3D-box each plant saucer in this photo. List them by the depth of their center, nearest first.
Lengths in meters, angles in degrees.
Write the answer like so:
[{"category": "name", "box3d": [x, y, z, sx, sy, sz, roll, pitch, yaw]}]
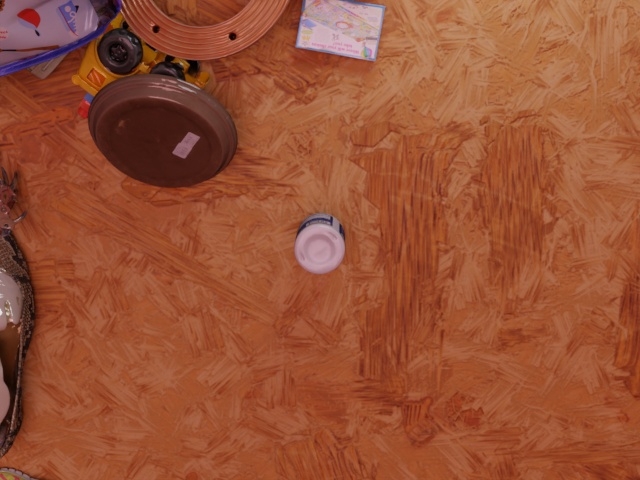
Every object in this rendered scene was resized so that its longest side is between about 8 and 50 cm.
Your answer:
[{"category": "plant saucer", "box3d": [-0.292, -0.189, 1.679, 0.278, 0.041, 0.278, 3, 141, 3]}]

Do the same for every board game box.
[{"category": "board game box", "box3d": [0.037, -0.401, 1.717, 0.154, 0.026, 0.103, 10, 102, -2]}]

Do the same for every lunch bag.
[{"category": "lunch bag", "box3d": [-0.530, -0.465, 1.542, 0.385, 0.328, 0.239, -14, 147, 2]}]

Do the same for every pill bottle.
[{"category": "pill bottle", "box3d": [0.000, 0.000, 1.732, 0.094, 0.169, 0.094, 0, 102, 2]}]

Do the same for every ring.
[{"category": "ring", "box3d": [-0.203, -0.480, 1.595, 0.336, 0.032, 0.336, 0, 91, 9]}]

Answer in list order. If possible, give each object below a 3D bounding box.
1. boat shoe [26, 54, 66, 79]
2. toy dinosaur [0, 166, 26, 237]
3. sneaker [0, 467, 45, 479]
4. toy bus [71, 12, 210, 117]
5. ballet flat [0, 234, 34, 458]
[{"category": "boat shoe", "box3d": [-0.450, -0.424, 1.694, 0.302, 0.109, 0.094, -38, 124, 12]}, {"category": "toy dinosaur", "box3d": [-0.667, -0.142, 1.743, 0.200, 0.127, 0.295, -5, 86, -9]}, {"category": "sneaker", "box3d": [-0.632, 0.533, 1.897, 0.208, 0.094, 0.081, 7, 104, 1]}, {"category": "toy bus", "box3d": [-0.347, -0.287, 1.698, 0.220, 0.149, 0.211, 34, 114, -9]}, {"category": "ballet flat", "box3d": [-0.638, 0.208, 1.779, 0.164, 0.182, 0.483, -1, 103, -21]}]
